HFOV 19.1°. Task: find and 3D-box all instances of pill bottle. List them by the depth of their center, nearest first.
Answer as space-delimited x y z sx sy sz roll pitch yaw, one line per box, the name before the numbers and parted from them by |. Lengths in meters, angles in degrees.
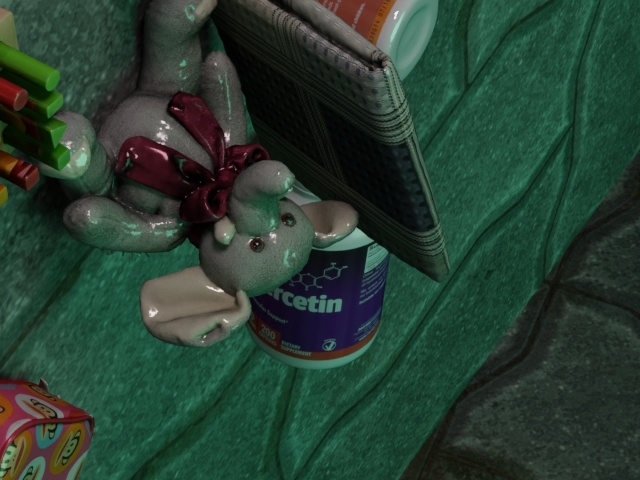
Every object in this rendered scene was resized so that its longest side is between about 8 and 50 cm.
pill bottle | 0.007 -0.259 2.032 0.121 0.216 0.121 -52 158 -31
pill bottle | 0.000 0.000 2.403 0.181 0.181 0.323 -47 154 -39

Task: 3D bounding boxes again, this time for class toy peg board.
toy peg board | -0.294 -0.090 1.689 0.161 0.079 0.161 -51 157 -33

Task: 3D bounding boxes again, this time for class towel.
towel | 0.007 -0.136 1.967 0.056 0.324 0.312 -38 137 -16

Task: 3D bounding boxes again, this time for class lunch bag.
lunch bag | -0.347 0.289 1.983 0.293 0.120 0.258 -65 161 4

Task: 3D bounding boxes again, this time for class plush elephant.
plush elephant | -0.113 -0.045 1.942 0.272 0.255 0.330 -51 157 -32
